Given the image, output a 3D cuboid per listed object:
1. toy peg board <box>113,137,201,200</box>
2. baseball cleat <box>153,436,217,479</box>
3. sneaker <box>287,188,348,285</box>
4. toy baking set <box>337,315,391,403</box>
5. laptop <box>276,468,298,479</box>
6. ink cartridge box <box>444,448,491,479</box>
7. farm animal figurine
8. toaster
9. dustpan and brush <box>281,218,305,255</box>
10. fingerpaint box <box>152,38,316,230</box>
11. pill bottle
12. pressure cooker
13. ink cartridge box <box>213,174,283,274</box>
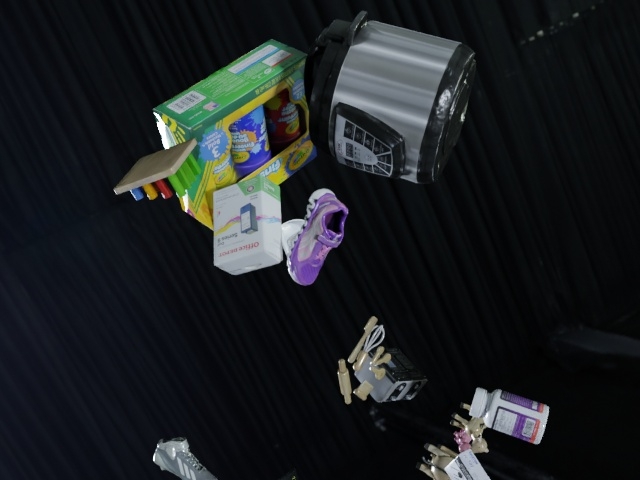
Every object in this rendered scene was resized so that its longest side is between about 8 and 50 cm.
[{"bbox_3d":[-0.362,-0.146,1.528,0.160,0.079,0.161,-17,-152,20],"label":"toy peg board"},{"bbox_3d":[-0.379,0.633,1.894,0.205,0.110,0.072,21,-173,7],"label":"baseball cleat"},{"bbox_3d":[0.000,0.000,1.568,0.095,0.237,0.104,12,-170,-42],"label":"sneaker"},{"bbox_3d":[0.120,0.339,1.874,0.030,0.256,0.196,22,-132,41],"label":"toy baking set"},{"bbox_3d":[-0.122,0.920,2.128,0.234,0.265,0.136,-26,-146,-27],"label":"laptop"},{"bbox_3d":[0.401,0.638,1.658,0.046,0.207,0.097,-17,148,-27],"label":"ink cartridge box"},{"bbox_3d":[0.458,0.719,2.163,0.172,0.331,0.326,21,-166,38],"label":"farm animal figurine"},{"bbox_3d":[0.218,0.425,2.119,0.168,0.110,0.186,8,-151,-44],"label":"toaster"},{"bbox_3d":[-0.045,-0.022,2.228,0.060,0.147,0.211,-12,-163,37],"label":"dustpan and brush"},{"bbox_3d":[-0.221,-0.305,1.920,0.163,0.371,0.444,31,-125,30],"label":"fingerpaint box"},{"bbox_3d":[0.509,0.469,1.798,0.193,0.108,0.108,17,-151,18],"label":"pill bottle"},{"bbox_3d":[0.152,-0.364,1.706,0.420,0.370,0.375,20,-167,14],"label":"pressure cooker"},{"bbox_3d":[-0.183,-0.037,1.664,0.154,0.213,0.093,-16,155,26],"label":"ink cartridge box"}]
